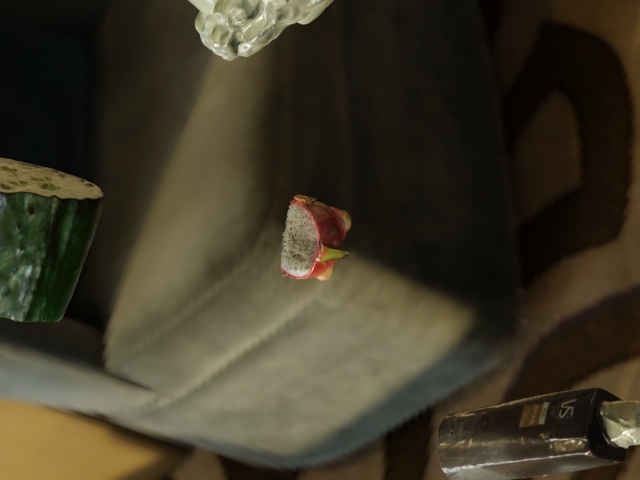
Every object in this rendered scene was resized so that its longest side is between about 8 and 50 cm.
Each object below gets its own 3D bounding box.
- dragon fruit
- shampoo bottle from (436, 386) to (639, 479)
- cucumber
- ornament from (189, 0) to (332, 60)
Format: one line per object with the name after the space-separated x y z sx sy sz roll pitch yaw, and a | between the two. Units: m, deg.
0.000 0.000 1.758 0.060 0.056 0.083 24 110 42 | dragon fruit
0.184 0.145 1.355 0.207 0.063 0.057 -14 56 40 | shampoo bottle
-0.306 -0.015 1.751 0.191 0.191 0.130 39 109 58 | cucumber
-0.088 -0.235 0.981 0.130 0.285 0.120 -36 7 27 | ornament
